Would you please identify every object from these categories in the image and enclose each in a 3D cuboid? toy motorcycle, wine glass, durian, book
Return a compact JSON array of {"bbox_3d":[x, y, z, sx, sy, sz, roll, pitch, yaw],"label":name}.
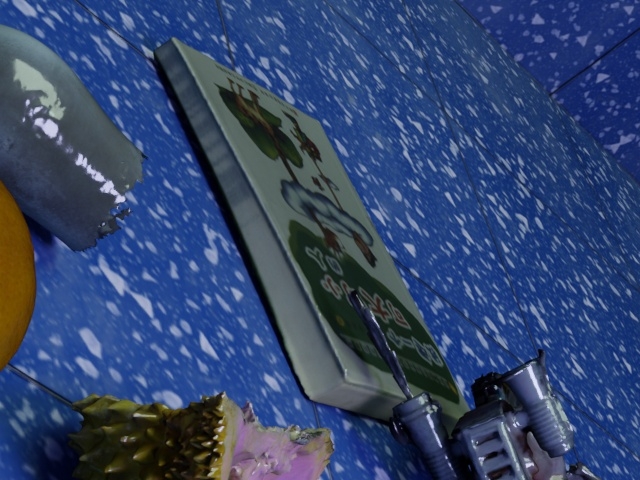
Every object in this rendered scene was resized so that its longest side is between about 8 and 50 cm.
[{"bbox_3d":[0.157,0.197,1.339,0.401,0.134,0.207,65,13,-4],"label":"toy motorcycle"},{"bbox_3d":[-0.208,-0.093,1.075,0.222,0.103,0.103,44,21,-25],"label":"wine glass"},{"bbox_3d":[-0.062,0.140,0.971,0.165,0.132,0.182,61,6,-13],"label":"durian"},{"bbox_3d":[0.000,0.000,1.491,0.260,0.043,0.371,24,34,-56],"label":"book"}]

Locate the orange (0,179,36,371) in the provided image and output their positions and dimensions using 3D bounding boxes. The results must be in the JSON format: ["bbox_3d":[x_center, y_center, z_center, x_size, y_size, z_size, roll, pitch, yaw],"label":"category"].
[{"bbox_3d":[-0.218,0.016,0.837,0.156,0.124,0.156,27,45,-31],"label":"orange"}]
